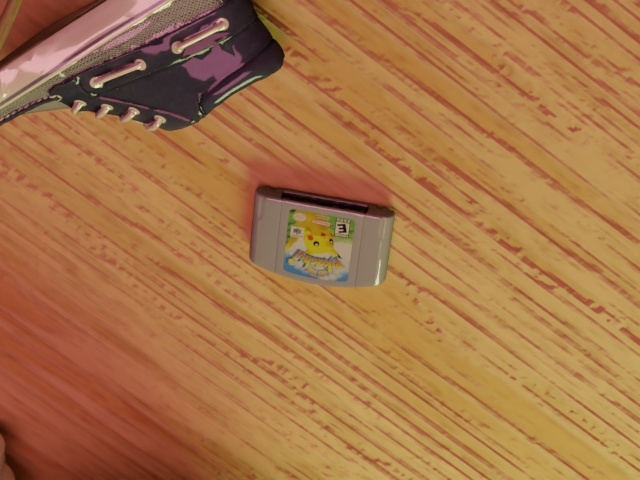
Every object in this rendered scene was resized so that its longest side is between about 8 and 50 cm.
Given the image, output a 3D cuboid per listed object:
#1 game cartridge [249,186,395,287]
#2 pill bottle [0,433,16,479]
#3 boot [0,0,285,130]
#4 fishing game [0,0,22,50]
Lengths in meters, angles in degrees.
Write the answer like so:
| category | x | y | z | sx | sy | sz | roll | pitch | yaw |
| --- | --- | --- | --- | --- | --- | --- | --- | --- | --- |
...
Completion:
| category | x | y | z | sx | sy | sz | roll | pitch | yaw |
| --- | --- | --- | --- | --- | --- | --- | --- | --- | --- |
| game cartridge | 0.000 | 0.000 | 1.086 | 0.083 | 0.017 | 0.056 | 10 | 126 | 6 |
| pill bottle | -0.232 | 0.179 | 1.209 | 0.065 | 0.065 | 0.116 | 10 | 122 | 5 |
| boot | -0.116 | -0.087 | 1.023 | 0.190 | 0.069 | 0.086 | -27 | 106 | 24 |
| fishing game | -0.278 | -0.167 | 0.992 | 0.264 | 0.041 | 0.189 | 37 | 123 | 7 |
